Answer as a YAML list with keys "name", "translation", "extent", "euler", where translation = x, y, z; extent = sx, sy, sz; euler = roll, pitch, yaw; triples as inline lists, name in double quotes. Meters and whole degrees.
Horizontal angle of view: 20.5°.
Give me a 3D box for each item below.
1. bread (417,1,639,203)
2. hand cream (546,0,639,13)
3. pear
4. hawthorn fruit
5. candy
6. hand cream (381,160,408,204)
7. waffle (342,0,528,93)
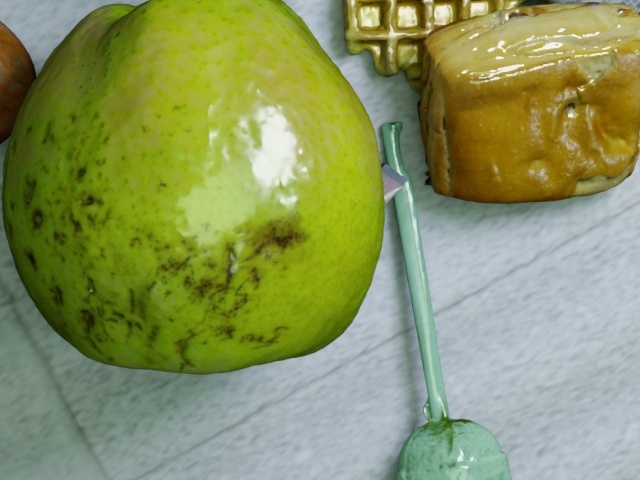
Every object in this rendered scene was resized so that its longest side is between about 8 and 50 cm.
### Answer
- name: "bread"
  translation: [0.217, -0.131, 1.782]
  extent: [0.235, 0.099, 0.210]
  euler: [-7, 127, -7]
- name: "hand cream"
  translation: [0.278, -0.277, 1.798]
  extent: [0.140, 0.089, 0.314]
  euler: [-43, 123, -6]
- name: "pear"
  translation: [-0.114, -0.062, 1.644]
  extent: [0.391, 0.391, 0.391]
  euler: [0, 93, -9]
- name: "hawthorn fruit"
  translation: [-0.346, -0.146, 1.725]
  extent: [0.149, 0.149, 0.189]
  euler: [-47, 138, -4]
- name: "candy"
  translation: [0.107, 0.094, 1.825]
  extent: [0.119, 0.119, 0.439]
  euler: [-11, 87, -9]
- name: "hand cream"
  translation: [0.000, 0.000, 1.819]
  extent: [0.067, 0.043, 0.209]
  euler: [39, 87, 29]
- name: "waffle"
  translation: [0.129, -0.262, 1.821]
  extent: [0.229, 0.057, 0.219]
  euler: [-3, 94, -10]
